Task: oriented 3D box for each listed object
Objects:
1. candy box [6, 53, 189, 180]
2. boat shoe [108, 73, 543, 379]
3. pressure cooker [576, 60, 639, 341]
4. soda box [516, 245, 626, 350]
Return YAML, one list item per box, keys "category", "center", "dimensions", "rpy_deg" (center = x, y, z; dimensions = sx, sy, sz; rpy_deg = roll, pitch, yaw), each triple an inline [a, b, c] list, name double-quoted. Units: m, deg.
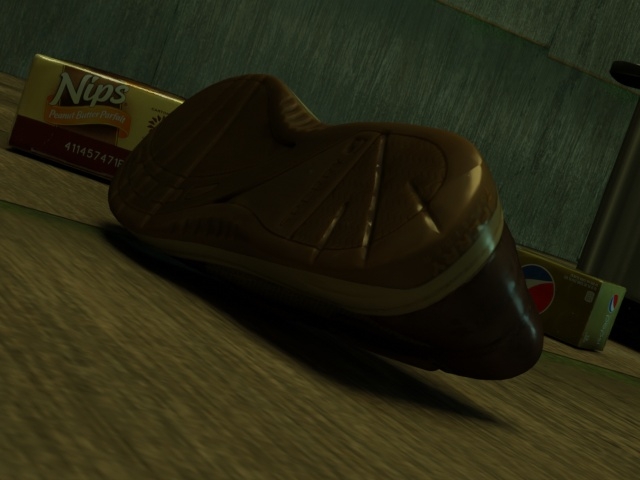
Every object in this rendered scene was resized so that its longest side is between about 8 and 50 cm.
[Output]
- category: "candy box"
  center: [-0.171, -0.104, 1.199]
  dimensions: [0.183, 0.087, 0.316]
  rpy_deg: [19, 4, -6]
- category: "boat shoe"
  center: [-0.006, -0.003, 0.694]
  dimensions: [0.123, 0.123, 0.342]
  rpy_deg: [51, -19, -29]
- category: "pressure cooker"
  center: [0.502, -0.053, 1.356]
  dimensions: [0.370, 0.420, 0.375]
  rpy_deg: [17, 4, -21]
- category: "soda box"
  center: [0.172, 0.037, 1.134]
  dimensions: [0.181, 0.061, 0.058]
  rpy_deg: [23, 6, 35]
